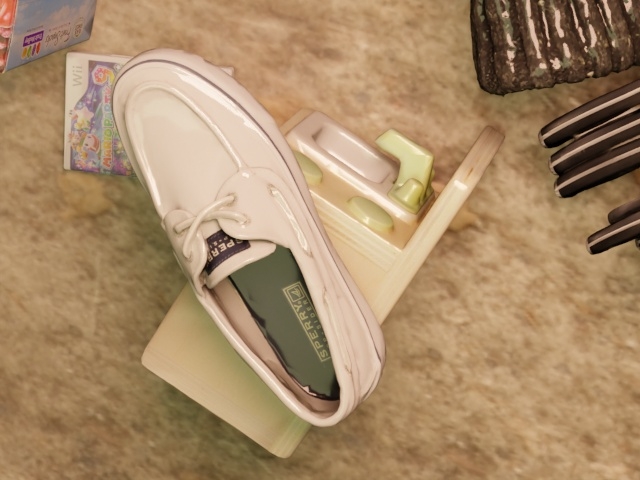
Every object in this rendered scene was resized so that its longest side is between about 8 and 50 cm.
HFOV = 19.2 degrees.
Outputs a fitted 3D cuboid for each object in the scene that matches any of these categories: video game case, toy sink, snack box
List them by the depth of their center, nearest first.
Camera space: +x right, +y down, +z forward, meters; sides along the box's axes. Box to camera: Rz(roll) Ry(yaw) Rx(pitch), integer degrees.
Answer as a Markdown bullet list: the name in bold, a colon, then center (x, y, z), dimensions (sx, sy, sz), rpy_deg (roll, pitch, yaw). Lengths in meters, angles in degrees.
- **snack box**: center (-0.272, -0.176, 1.270), dimensions (0.207, 0.174, 0.070), rpy_deg (15, 105, 9)
- **toy sink**: center (0.000, 0.000, 1.274), dimensions (0.131, 0.153, 0.234), rpy_deg (34, 111, 2)
- **video game case**: center (-0.123, -0.086, 1.350), dimensions (0.122, 0.011, 0.087), rpy_deg (7, 108, 11)

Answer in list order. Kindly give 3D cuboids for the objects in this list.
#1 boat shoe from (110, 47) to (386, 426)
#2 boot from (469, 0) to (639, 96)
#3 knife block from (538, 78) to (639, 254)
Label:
- **boat shoe**: center (-0.045, -0.003, 1.158), dimensions (0.095, 0.084, 0.258), rpy_deg (-35, 96, 20)
- **boot**: center (0.074, -0.209, 1.148), dimensions (0.348, 0.131, 0.260), rpy_deg (-11, 108, -13)
- **knife block**: center (0.267, -0.096, 1.151), dimensions (0.242, 0.088, 0.275), rpy_deg (31, 112, 34)
